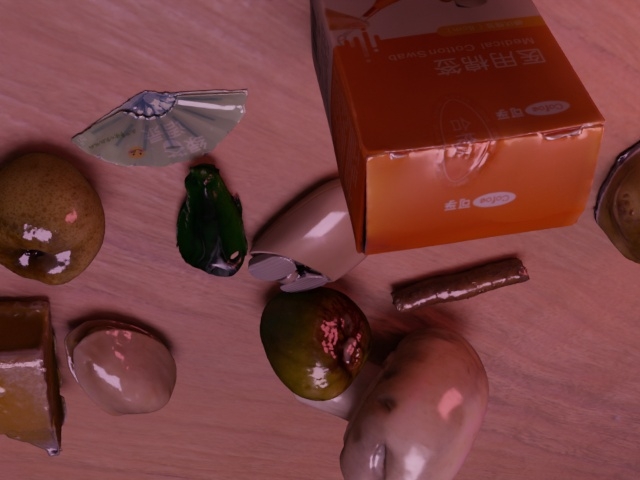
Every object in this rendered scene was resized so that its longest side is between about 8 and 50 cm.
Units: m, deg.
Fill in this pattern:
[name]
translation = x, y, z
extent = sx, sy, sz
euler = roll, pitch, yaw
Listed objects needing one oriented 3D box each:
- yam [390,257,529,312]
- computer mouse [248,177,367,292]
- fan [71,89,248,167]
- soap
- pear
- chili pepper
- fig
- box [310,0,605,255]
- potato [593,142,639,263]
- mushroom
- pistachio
[yam]
translation = 0.241, 0.080, 1.344
extent = 0.241, 0.056, 0.056
euler = -14, 140, 0
[computer mouse]
translation = 0.000, 0.000, 1.171
extent = 0.236, 0.082, 0.145
euler = -37, 135, 26
[fan]
translation = -0.202, -0.146, 1.009
extent = 0.240, 0.009, 0.131
euler = -16, 142, 4
[soap]
translation = -0.601, 0.242, 1.246
extent = 0.339, 0.169, 0.304
euler = -1, 129, -12
[pear]
translation = -0.365, -0.027, 1.006
extent = 0.167, 0.136, 0.167
euler = 7, 139, 6
[chili pepper]
translation = -0.164, -0.029, 1.114
extent = 0.108, 0.062, 0.216
euler = -7, 138, -5
[fig]
translation = -0.014, 0.162, 1.281
extent = 0.181, 0.191, 0.181
euler = -38, 145, -33
[box]
translation = 0.119, -0.161, 0.806
extent = 0.225, 0.341, 0.143
euler = -8, 141, -4
[potato]
translation = 0.584, -0.041, 1.181
extent = 0.246, 0.196, 0.300
euler = 26, 129, -34
[mushroom]
translation = 0.140, 0.331, 1.422
extent = 0.353, 0.353, 0.325
euler = -16, 125, 5
[pistachio]
translation = -0.341, 0.220, 1.320
extent = 0.152, 0.126, 0.223
euler = -52, 129, -5
